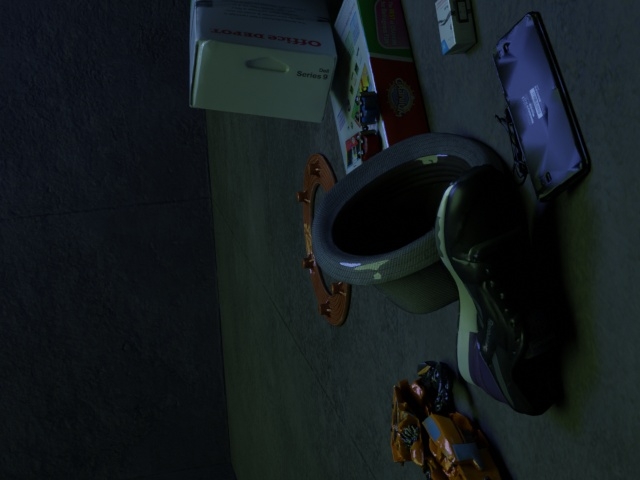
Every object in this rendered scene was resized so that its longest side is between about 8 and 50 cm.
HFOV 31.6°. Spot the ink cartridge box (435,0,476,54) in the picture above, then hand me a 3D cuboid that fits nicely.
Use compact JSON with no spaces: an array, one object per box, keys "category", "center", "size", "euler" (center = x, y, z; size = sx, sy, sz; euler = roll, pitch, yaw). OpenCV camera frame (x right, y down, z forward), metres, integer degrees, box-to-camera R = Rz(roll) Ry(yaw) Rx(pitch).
[{"category":"ink cartridge box","center":[0.160,-0.269,1.351],"size":[0.048,0.028,0.083],"euler":[147,115,-75]}]

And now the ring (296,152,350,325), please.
[{"category":"ring","center":[0.000,0.000,2.184],"size":[0.336,0.032,0.337],"euler":[174,90,-77]}]

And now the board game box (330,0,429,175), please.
[{"category":"board game box","center":[0.081,-0.189,1.656],"size":[0.242,0.064,0.317],"euler":[121,141,-70]}]

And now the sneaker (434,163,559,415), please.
[{"category":"sneaker","center":[0.205,0.056,1.185],"size":[0.124,0.107,0.283],"euler":[38,148,53]}]

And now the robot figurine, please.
[{"category":"robot figurine","center":[0.162,0.292,1.511],"size":[0.291,0.085,0.211],"euler":[-120,27,-59]}]

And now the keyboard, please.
[{"category":"keyboard","center":[0.225,-0.132,1.162],"size":[0.100,0.038,0.192],"euler":[-40,54,47]}]

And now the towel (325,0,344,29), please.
[{"category":"towel","center":[-0.005,-0.370,1.916],"size":[0.152,0.023,0.113],"euler":[28,130,42]}]

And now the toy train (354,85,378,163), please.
[{"category":"toy train","center":[0.065,-0.131,1.546],"size":[0.036,0.027,0.158],"euler":[-136,41,-65]}]

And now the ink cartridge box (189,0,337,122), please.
[{"category":"ink cartridge box","center":[-0.097,-0.313,1.754],"size":[0.289,0.211,0.122],"euler":[-97,16,-53]}]

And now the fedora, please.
[{"category":"fedora","center":[0.121,-0.006,1.346],"size":[0.124,0.243,0.275],"euler":[57,174,-25]}]
